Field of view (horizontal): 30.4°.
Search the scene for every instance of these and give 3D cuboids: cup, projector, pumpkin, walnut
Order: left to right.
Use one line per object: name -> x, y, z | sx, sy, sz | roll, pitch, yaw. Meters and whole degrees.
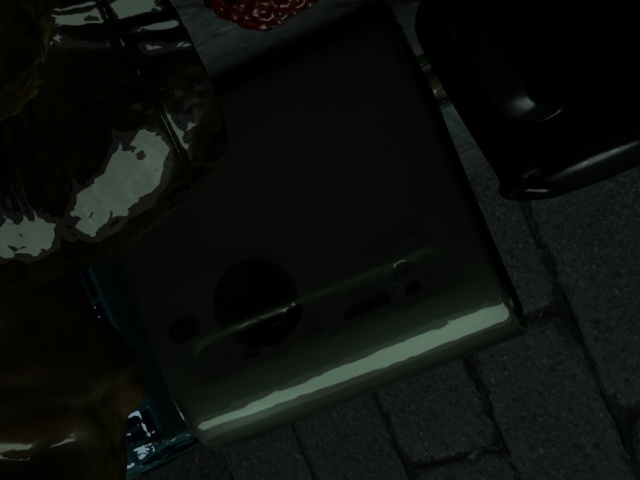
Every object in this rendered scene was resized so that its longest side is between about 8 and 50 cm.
walnut -> -0.259, 0.114, 0.746 | 0.306, 0.306, 0.344 | -22, -176, -6
pumpkin -> -0.112, -0.054, 0.469 | 0.131, 0.126, 0.248 | -25, 176, -4
projector -> 0.000, 0.000, 0.917 | 0.249, 0.248, 0.248 | -23, 170, 9
cup -> 0.151, -0.119, 0.788 | 0.169, 0.176, 0.223 | -21, 179, 32

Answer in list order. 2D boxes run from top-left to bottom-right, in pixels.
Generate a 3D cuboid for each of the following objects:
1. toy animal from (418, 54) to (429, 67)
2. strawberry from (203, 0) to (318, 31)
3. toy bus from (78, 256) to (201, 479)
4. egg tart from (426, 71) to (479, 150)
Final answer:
toy animal -> 0.023, -0.116, 1.075 | 0.217, 0.075, 0.041 | -51, -175, -10
strawberry -> -0.024, -0.130, 0.474 | 0.073, 0.073, 0.083 | -23, 141, -2
toy bus -> -0.168, 0.073, 1.041 | 0.147, 0.256, 0.128 | -30, 173, 42
egg tart -> 0.205, -0.159, 1.244 | 0.234, 0.094, 0.234 | -24, 179, 0
